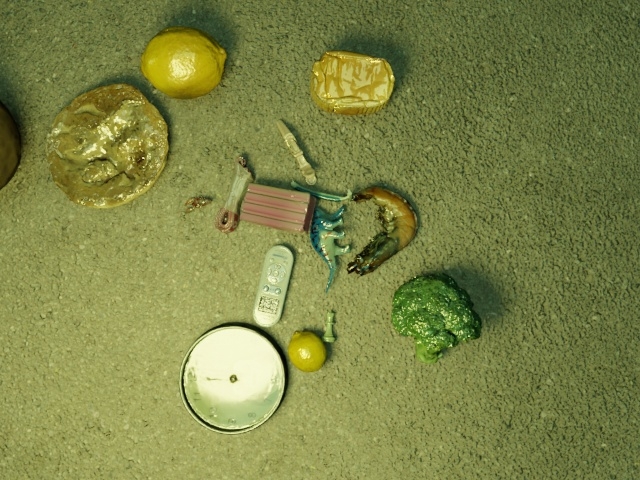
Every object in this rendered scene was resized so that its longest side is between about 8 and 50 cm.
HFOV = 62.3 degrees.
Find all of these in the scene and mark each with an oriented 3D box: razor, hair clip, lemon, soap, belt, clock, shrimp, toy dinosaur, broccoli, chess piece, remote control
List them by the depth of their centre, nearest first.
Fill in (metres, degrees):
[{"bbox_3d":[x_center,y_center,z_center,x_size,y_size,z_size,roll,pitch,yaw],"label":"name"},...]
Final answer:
[{"bbox_3d":[0.322,0.221,1.475,0.269,0.270,0.270,3,121,1],"label":"broccoli"},{"bbox_3d":[-0.039,0.318,1.519,0.109,0.109,0.133,-31,92,-2],"label":"lemon"},{"bbox_3d":[-0.253,0.399,1.536,0.318,0.066,0.319,0,86,1],"label":"clock"},{"bbox_3d":[0.150,-0.035,1.546,0.290,0.054,0.222,-44,97,-15],"label":"shrimp"},{"bbox_3d":[-0.399,-0.518,1.547,0.260,0.204,0.204,-7,85,2],"label":"lemon"},{"bbox_3d":[-0.124,-0.093,1.552,0.203,0.065,0.122,13,85,16],"label":"soap"},{"bbox_3d":[0.025,0.253,1.559,0.042,0.042,0.093,3,80,1],"label":"chess piece"},{"bbox_3d":[0.024,-0.021,1.564,0.144,0.076,0.329,-22,81,9],"label":"toy dinosaur"},{"bbox_3d":[-0.139,0.135,1.566,0.087,0.047,0.244,14,85,-2],"label":"remote control"},{"bbox_3d":[0.001,-0.143,1.586,0.191,0.068,0.037,12,76,8],"label":"razor"},{"bbox_3d":[-0.255,-0.133,1.587,0.071,0.053,0.232,15,85,9],"label":"belt"},{"bbox_3d":[-0.074,-0.272,1.588,0.034,0.072,0.226,-28,85,-5],"label":"hair clip"},{"bbox_3d":[-0.375,-0.113,1.597,0.092,0.029,0.038,-24,86,2],"label":"shrimp"}]

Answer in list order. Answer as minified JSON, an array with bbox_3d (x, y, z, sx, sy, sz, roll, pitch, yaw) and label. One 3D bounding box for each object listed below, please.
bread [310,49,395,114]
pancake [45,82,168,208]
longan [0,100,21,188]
[{"bbox_3d":[0.091,-0.464,1.570,0.250,0.133,0.179,-1,86,1],"label":"bread"},{"bbox_3d":[-0.637,-0.281,1.587,0.386,0.082,0.387,0,88,4],"label":"pancake"},{"bbox_3d":[-1.032,-0.271,1.435,0.391,0.391,0.391,0,85,0],"label":"longan"}]
